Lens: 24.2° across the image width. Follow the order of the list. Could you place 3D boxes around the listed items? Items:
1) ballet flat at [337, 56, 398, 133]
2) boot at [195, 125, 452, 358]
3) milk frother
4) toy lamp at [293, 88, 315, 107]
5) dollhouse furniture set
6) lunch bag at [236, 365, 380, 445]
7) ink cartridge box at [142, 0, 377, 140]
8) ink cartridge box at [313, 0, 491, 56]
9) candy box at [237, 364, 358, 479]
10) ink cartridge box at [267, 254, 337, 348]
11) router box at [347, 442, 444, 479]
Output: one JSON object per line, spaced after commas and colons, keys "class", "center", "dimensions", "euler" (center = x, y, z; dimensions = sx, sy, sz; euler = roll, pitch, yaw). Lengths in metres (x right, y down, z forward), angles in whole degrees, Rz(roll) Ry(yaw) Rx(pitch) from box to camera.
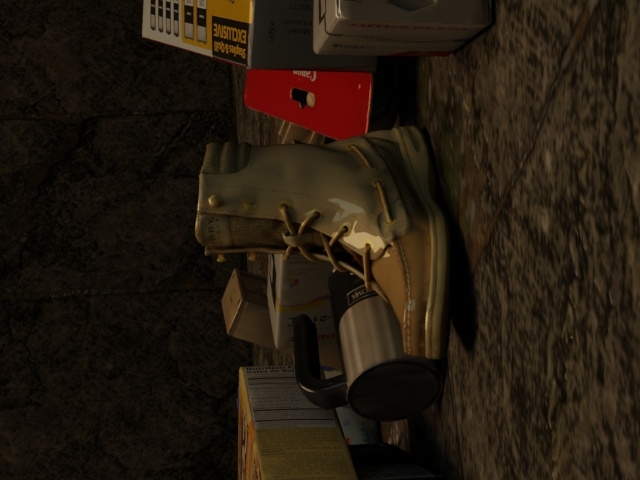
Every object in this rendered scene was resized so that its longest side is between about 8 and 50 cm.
{"class": "ballet flat", "center": [0.036, -0.194, 1.441], "dimensions": [0.068, 0.072, 0.213], "euler": [74, -169, -69]}
{"class": "boot", "center": [0.000, 0.000, 1.221], "dimensions": [0.262, 0.204, 0.095], "euler": [-98, 8, -47]}
{"class": "milk frother", "center": [0.058, 0.106, 1.332], "dimensions": [0.143, 0.129, 0.134], "euler": [37, -149, -37]}
{"class": "toy lamp", "center": [0.004, -0.181, 1.682], "dimensions": [0.274, 0.080, 0.080], "euler": [106, 161, -72]}
{"class": "dollhouse furniture set", "center": [0.013, 0.002, 1.611], "dimensions": [0.212, 0.161, 0.242], "euler": [-110, 41, -69]}
{"class": "lunch bag", "center": [-0.015, 0.215, 1.667], "dimensions": [0.096, 0.151, 0.128], "euler": [97, 168, -52]}
{"class": "ink cartridge box", "center": [-0.061, -0.241, 1.407], "dimensions": [0.309, 0.130, 0.271], "euler": [-154, 65, -63]}
{"class": "ink cartridge box", "center": [0.056, -0.176, 1.091], "dimensions": [0.150, 0.109, 0.063], "euler": [161, 110, -83]}
{"class": "candy box", "center": [-0.022, 0.246, 1.311], "dimensions": [0.316, 0.088, 0.182], "euler": [-115, 26, -73]}
{"class": "ink cartridge box", "center": [0.018, 0.024, 1.423], "dimensions": [0.175, 0.127, 0.072], "euler": [95, 168, -52]}
{"class": "router box", "center": [0.056, 0.325, 1.404], "dimensions": [0.309, 0.081, 0.242], "euler": [164, 103, -83]}
